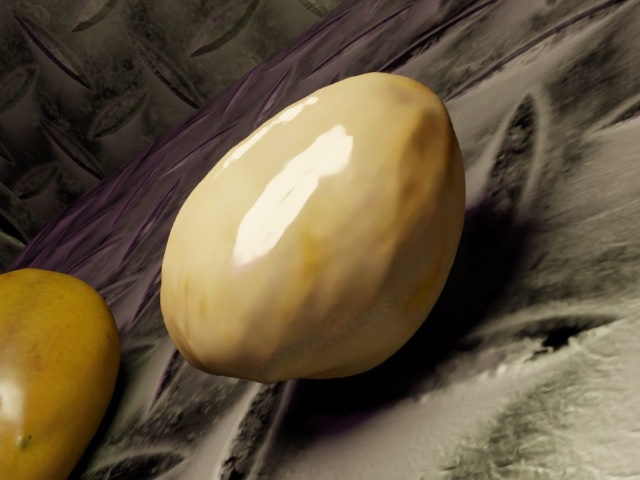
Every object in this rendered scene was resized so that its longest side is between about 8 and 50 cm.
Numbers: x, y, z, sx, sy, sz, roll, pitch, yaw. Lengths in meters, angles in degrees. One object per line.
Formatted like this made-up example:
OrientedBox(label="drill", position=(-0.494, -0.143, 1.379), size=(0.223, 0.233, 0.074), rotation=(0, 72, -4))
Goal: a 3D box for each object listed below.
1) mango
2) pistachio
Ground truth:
OrientedBox(label="mango", position=(-0.404, 0.219, 1.134), size=(0.300, 0.232, 0.445), rotation=(-32, 30, 19))
OrientedBox(label="pistachio", position=(0.000, 0.000, 0.773), size=(0.309, 0.230, 0.230), rotation=(-52, 20, 1))
